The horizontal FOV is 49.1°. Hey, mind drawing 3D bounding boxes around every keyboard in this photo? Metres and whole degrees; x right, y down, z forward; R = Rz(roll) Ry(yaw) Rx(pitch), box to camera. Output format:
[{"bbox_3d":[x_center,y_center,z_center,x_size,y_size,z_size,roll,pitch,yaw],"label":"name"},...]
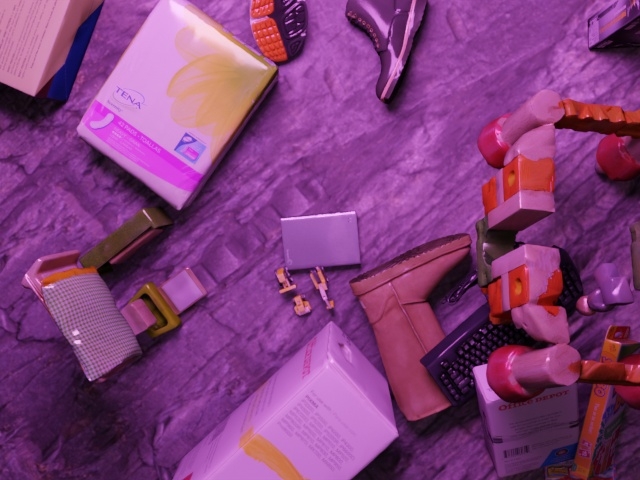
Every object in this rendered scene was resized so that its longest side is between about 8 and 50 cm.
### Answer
[{"bbox_3d":[0.301,0.121,1.188,0.317,0.033,0.201,-40,108,-8],"label":"keyboard"}]

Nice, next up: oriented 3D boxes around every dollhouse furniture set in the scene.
[{"bbox_3d":[-0.301,0.073,1.117,0.151,0.301,0.197,-36,91,7],"label":"dollhouse furniture set"}]

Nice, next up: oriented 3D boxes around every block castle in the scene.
[{"bbox_3d":[0.396,0.020,1.063,0.303,0.213,0.453,4,75,-11],"label":"block castle"}]

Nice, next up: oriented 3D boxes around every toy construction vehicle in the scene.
[{"bbox_3d":[-0.028,0.087,1.232,0.086,0.035,0.098,-19,110,7],"label":"toy construction vehicle"}]

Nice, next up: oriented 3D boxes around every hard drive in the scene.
[{"bbox_3d":[0.000,0.000,1.241,0.135,0.022,0.094,-5,96,3],"label":"hard drive"}]

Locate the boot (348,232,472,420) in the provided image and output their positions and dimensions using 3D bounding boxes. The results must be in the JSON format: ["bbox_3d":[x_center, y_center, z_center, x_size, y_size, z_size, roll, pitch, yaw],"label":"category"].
[{"bbox_3d":[0.200,0.147,1.224,0.236,0.089,0.269,-25,97,7],"label":"boot"}]

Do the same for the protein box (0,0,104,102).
[{"bbox_3d":[-0.506,-0.364,1.164,0.201,0.136,0.199,23,97,-1],"label":"protein box"}]

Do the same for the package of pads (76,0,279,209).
[{"bbox_3d":[-0.242,-0.236,1.186,0.229,0.101,0.296,36,97,-3],"label":"package of pads"}]

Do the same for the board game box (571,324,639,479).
[{"bbox_3d":[0.495,0.274,1.203,0.039,0.124,0.259,12,92,40],"label":"board game box"}]

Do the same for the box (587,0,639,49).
[{"bbox_3d":[0.543,-0.352,1.086,0.183,0.231,0.056,-1,92,1],"label":"box"}]

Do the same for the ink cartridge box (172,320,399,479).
[{"bbox_3d":[-0.067,0.341,1.148,0.385,0.279,0.160,-44,93,5],"label":"ink cartridge box"}]

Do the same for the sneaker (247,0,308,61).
[{"bbox_3d":[-0.089,-0.435,1.171,0.099,0.121,0.262,-14,119,-6],"label":"sneaker"}]

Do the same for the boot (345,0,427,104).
[{"bbox_3d":[0.090,-0.340,1.187,0.137,0.077,0.197,18,83,5],"label":"boot"}]

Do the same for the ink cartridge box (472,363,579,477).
[{"bbox_3d":[0.349,0.292,1.184,0.148,0.086,0.203,-14,124,2],"label":"ink cartridge box"}]

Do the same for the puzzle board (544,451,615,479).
[{"bbox_3d":[0.472,0.418,1.274,0.128,0.011,0.096,-3,96,2],"label":"puzzle board"}]
